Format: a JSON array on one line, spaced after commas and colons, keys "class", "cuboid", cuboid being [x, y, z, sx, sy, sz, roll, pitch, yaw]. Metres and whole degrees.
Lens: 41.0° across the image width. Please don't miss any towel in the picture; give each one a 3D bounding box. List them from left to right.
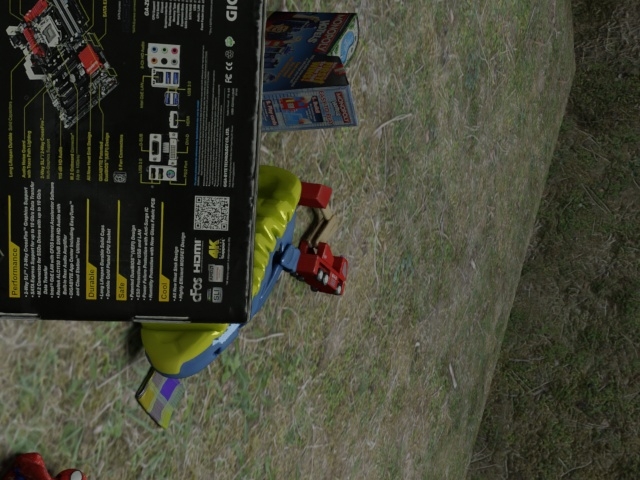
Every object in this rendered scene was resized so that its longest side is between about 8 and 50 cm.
[{"class": "towel", "cuboid": [-0.189, 0.182, 1.022, 0.083, 0.009, 0.060, 70, 37, -47]}]

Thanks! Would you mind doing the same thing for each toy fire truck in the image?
[{"class": "toy fire truck", "cuboid": [0.000, 0.000, 1.322, 0.192, 0.047, 0.135, 42, 60, -62]}]

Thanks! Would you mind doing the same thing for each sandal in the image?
[{"class": "sandal", "cuboid": [-0.102, 0.051, 1.040, 0.317, 0.126, 0.138, -56, 150, -40]}]

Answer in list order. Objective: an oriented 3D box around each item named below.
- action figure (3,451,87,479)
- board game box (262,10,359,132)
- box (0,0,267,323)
[{"class": "action figure", "cuboid": [-0.271, 0.253, 0.728, 0.280, 0.139, 0.091, -10, 108, -67]}, {"class": "board game box", "cuboid": [-0.030, -0.195, 1.013, 0.194, 0.194, 0.060, -60, 148, -37]}, {"class": "box", "cuboid": [-0.175, -0.097, 0.669, 0.079, 0.257, 0.322, -117, -150, -77]}]
